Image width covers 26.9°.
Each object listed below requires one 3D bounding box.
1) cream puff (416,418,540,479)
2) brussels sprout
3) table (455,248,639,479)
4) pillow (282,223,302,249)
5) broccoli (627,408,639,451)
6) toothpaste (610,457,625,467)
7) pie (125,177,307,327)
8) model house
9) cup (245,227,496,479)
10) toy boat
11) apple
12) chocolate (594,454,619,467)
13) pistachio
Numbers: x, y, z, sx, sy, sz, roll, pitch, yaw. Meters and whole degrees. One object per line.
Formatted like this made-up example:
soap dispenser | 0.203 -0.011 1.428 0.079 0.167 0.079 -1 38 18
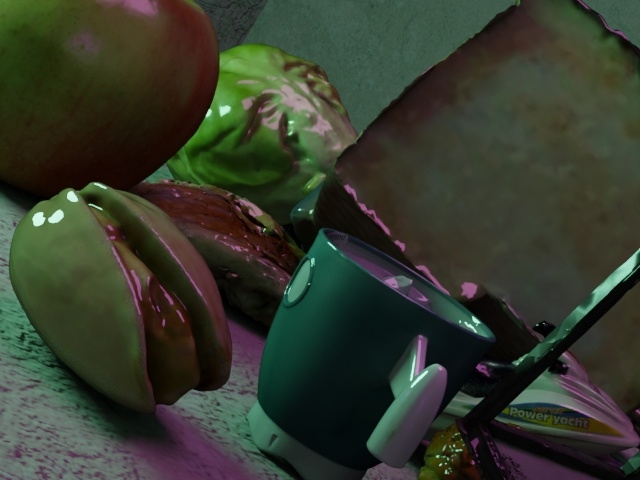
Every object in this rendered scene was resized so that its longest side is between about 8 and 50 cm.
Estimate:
cream puff | 0.153 0.209 1.173 0.126 0.103 0.144 28 3 -16
brussels sprout | -0.079 -0.148 1.908 0.316 0.242 0.274 17 17 -13
table | 0.311 0.193 0.960 0.222 0.272 0.335 26 27 -36
pillow | 0.000 0.000 2.007 0.141 0.055 0.208 30 7 -28
broccoli | 0.444 0.238 1.855 0.198 0.177 0.275 33 11 -21
toothpaste | 0.464 0.340 1.732 0.282 0.068 0.099 27 -29 52
pie | -0.080 0.021 1.521 0.339 0.077 0.339 31 8 -5
model house | 0.244 0.001 1.643 0.445 0.395 0.400 45 -21 4
cup | 0.028 0.105 1.084 0.167 0.173 0.299 29 8 -18
toy boat | 0.170 0.145 1.298 0.269 0.141 0.141 -3 -2 17
apple | -0.269 -0.189 1.415 0.319 0.277 0.319 41 10 -8
chocolate | 0.255 0.244 1.359 0.110 0.110 0.248 31 8 -10
pistachio | -0.149 0.040 0.984 0.144 0.144 0.215 22 22 -51
